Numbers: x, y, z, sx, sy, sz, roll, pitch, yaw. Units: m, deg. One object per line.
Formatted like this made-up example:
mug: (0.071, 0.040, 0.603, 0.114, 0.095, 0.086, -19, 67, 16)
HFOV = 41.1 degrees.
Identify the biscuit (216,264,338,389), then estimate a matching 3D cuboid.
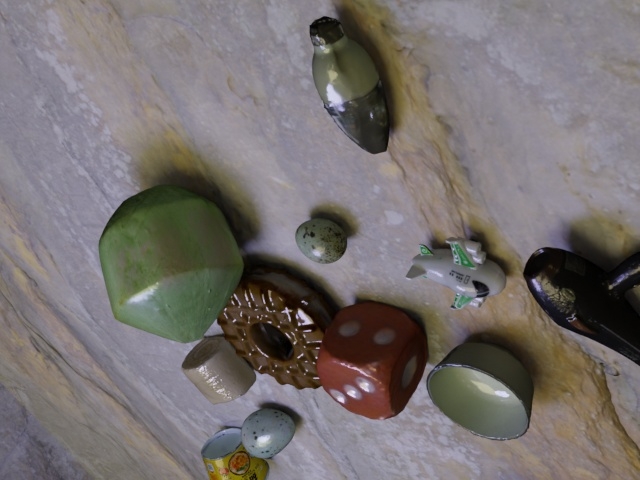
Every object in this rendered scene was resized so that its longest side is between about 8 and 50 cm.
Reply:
biscuit: (-0.090, 0.195, 1.889, 0.331, 0.103, 0.332, 22, 140, 20)

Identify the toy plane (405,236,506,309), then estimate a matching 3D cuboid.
toy plane: (0.239, 0.058, 1.493, 0.173, 0.080, 0.174, 20, 140, 18)

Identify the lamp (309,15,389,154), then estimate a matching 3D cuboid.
lamp: (0.047, -0.233, 1.319, 0.101, 0.101, 0.250, 6, 138, 35)

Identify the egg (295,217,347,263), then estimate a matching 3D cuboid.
egg: (0.000, 0.000, 1.622, 0.110, 0.085, 0.085, 15, 139, 38)

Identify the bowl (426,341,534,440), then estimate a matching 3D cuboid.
bowl: (0.317, 0.272, 1.634, 0.211, 0.112, 0.211, 21, 141, 19)

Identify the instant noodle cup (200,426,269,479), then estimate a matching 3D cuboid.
instant noodle cup: (-0.256, 0.637, 2.466, 0.182, 0.182, 0.144, -1, 120, 40)

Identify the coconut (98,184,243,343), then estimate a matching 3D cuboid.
coconut: (-0.312, 0.060, 1.765, 0.328, 0.281, 0.329, -2, 86, 33)

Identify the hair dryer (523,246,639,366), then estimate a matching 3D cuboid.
hair dryer: (0.513, 0.064, 1.278, 0.303, 0.120, 0.359, 36, 136, -13)

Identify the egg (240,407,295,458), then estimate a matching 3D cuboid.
egg: (-0.135, 0.508, 2.251, 0.164, 0.131, 0.131, -17, 118, 42)

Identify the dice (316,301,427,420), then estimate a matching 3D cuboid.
dice: (0.103, 0.238, 1.724, 0.179, 0.175, 0.174, 18, 140, 30)

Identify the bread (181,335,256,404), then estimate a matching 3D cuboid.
bread: (-0.257, 0.330, 2.154, 0.141, 0.134, 0.148, 52, 154, -19)
